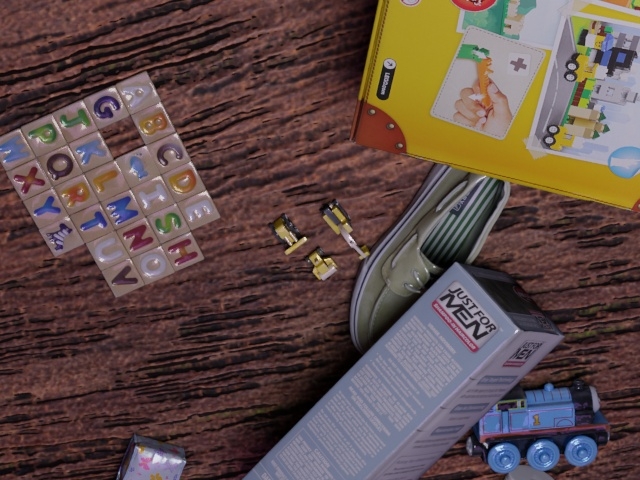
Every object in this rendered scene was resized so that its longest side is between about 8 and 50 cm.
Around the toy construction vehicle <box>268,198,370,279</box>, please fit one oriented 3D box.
[{"bbox_3d":[0.000,0.000,1.625,0.086,0.035,0.098,-34,111,8],"label":"toy construction vehicle"}]

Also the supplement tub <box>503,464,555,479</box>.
[{"bbox_3d":[0.258,0.353,1.781,0.071,0.071,0.107,13,110,-11],"label":"supplement tub"}]

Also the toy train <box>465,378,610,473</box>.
[{"bbox_3d":[0.272,0.229,1.728,0.184,0.080,0.105,-5,107,-3],"label":"toy train"}]

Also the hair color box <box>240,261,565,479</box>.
[{"bbox_3d":[0.098,0.198,1.624,0.374,0.185,0.113,-46,68,15],"label":"hair color box"}]

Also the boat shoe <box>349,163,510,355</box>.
[{"bbox_3d":[0.122,0.020,1.614,0.109,0.094,0.302,22,109,-14],"label":"boat shoe"}]

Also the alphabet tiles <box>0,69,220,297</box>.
[{"bbox_3d":[-0.238,-0.053,1.595,0.198,0.009,0.237,-24,113,4],"label":"alphabet tiles"}]

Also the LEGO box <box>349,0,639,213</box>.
[{"bbox_3d":[0.260,-0.288,1.316,0.373,0.193,0.500,14,134,2],"label":"LEGO box"}]

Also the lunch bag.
[{"bbox_3d":[-0.215,0.292,1.719,0.071,0.053,0.083,18,100,-15],"label":"lunch bag"}]
